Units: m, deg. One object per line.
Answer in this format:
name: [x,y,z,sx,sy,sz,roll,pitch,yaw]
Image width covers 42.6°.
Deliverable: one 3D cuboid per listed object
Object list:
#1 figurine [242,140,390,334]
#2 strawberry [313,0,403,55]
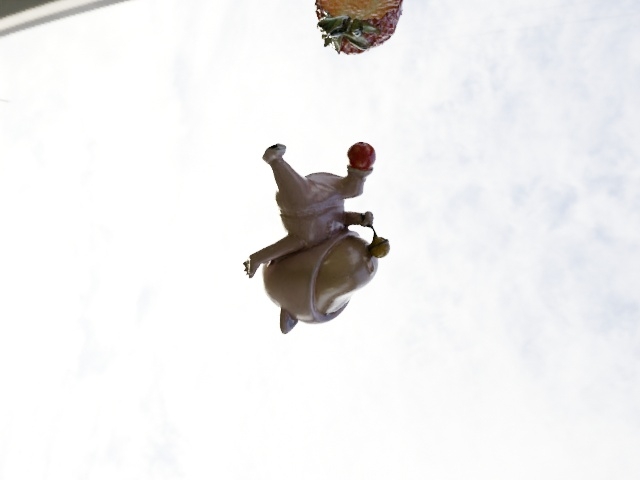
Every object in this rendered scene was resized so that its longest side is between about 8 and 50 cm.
figurine: [0.000,0.000,1.179,0.186,0.176,0.287,18,-66,34]
strawberry: [0.088,-0.459,1.656,0.188,0.286,0.106,16,-38,23]
